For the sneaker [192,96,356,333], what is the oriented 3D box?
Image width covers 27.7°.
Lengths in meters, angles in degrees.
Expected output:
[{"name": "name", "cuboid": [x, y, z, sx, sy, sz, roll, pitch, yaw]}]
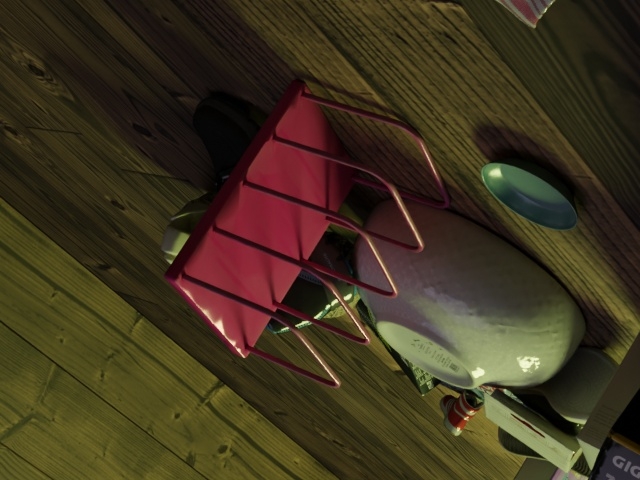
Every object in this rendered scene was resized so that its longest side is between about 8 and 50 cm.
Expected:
[{"name": "sneaker", "cuboid": [-0.090, -0.036, 1.742, 0.341, 0.140, 0.125, 58, 172, 7]}]

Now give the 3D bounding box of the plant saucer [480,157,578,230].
[{"name": "plant saucer", "cuboid": [0.231, -0.055, 1.409, 0.119, 0.021, 0.119, 31, 164, 10]}]

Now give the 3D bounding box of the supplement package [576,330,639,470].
[{"name": "supplement package", "cuboid": [0.398, 0.200, 1.530, 0.105, 0.179, 0.105, 24, 161, 33]}]

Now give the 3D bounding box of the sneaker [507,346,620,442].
[{"name": "sneaker", "cuboid": [0.378, 0.225, 1.797, 0.147, 0.104, 0.296, 38, 170, -18]}]

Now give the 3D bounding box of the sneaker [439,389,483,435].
[{"name": "sneaker", "cuboid": [0.228, 0.264, 2.098, 0.042, 0.067, 0.118, 34, -165, -10]}]

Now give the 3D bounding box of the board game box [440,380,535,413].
[{"name": "board game box", "cuboid": [0.245, 0.194, 2.027, 0.194, 0.060, 0.194, 21, 160, 38]}]

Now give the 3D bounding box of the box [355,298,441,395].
[{"name": "box", "cuboid": [0.110, 0.136, 2.041, 0.184, 0.045, 0.190, 54, 175, 29]}]

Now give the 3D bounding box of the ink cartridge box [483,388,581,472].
[{"name": "ink cartridge box", "cuboid": [0.294, 0.251, 1.787, 0.145, 0.045, 0.179, 34, 167, 17]}]

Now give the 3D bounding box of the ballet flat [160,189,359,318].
[{"name": "ballet flat", "cuboid": [-0.132, 0.013, 1.993, 0.182, 0.164, 0.483, -2, -168, -37]}]

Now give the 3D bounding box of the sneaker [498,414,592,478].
[{"name": "sneaker", "cuboid": [0.397, 0.312, 2.075, 0.222, 0.083, 0.118, 16, -167, 7]}]

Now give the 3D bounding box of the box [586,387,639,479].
[{"name": "box", "cuboid": [0.439, 0.212, 1.302, 0.257, 0.322, 0.079, 27, 121, 20]}]

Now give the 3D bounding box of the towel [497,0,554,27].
[{"name": "towel", "cuboid": [0.142, -0.244, 1.028, 0.144, 0.029, 0.197, 35, 164, -1]}]

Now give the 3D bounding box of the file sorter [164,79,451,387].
[{"name": "file sorter", "cuboid": [0.000, 0.000, 1.542, 0.182, 0.290, 0.202, 20, 159, 32]}]

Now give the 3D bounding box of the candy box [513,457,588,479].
[{"name": "candy box", "cuboid": [0.412, 0.427, 2.181, 0.070, 0.165, 0.196, 16, 155, 49]}]

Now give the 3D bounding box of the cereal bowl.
[{"name": "cereal bowl", "cuboid": [0.176, 0.096, 1.741, 0.339, 0.141, 0.339, 32, 163, 11]}]
